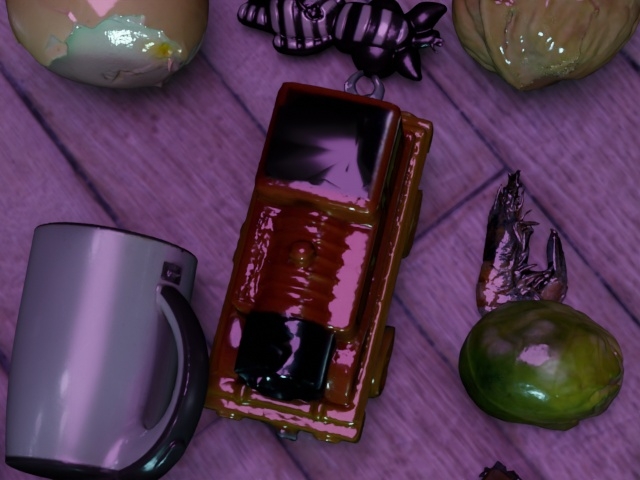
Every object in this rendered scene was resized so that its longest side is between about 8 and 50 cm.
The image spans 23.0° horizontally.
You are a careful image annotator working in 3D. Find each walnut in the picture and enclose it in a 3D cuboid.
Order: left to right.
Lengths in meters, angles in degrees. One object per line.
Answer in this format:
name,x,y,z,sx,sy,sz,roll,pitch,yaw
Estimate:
walnut,0.230,-0.262,1.545,0.198,0.198,0.245,18,83,10

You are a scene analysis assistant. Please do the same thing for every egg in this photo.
egg,-0.217,-0.265,1.576,0.201,0.201,0.245,-14,72,1

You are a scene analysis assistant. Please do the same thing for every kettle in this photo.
kettle,-0.193,0.117,1.474,0.221,0.161,0.237,1,74,36

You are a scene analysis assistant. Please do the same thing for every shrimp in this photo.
shrimp,0.201,0.012,1.554,0.091,0.034,0.161,6,81,-6

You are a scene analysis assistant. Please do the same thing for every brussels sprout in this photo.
brussels sprout,0.206,0.114,1.466,0.155,0.155,0.118,-9,73,3

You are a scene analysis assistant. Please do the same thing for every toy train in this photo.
toy train,0.000,0.000,1.468,0.163,0.231,0.369,12,77,9

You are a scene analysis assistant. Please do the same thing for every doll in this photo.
doll,0.022,-0.221,1.613,0.219,0.067,0.091,16,80,15

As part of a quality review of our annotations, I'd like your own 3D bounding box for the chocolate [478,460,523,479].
chocolate,0.102,0.354,1.448,0.102,0.065,0.329,36,79,14
